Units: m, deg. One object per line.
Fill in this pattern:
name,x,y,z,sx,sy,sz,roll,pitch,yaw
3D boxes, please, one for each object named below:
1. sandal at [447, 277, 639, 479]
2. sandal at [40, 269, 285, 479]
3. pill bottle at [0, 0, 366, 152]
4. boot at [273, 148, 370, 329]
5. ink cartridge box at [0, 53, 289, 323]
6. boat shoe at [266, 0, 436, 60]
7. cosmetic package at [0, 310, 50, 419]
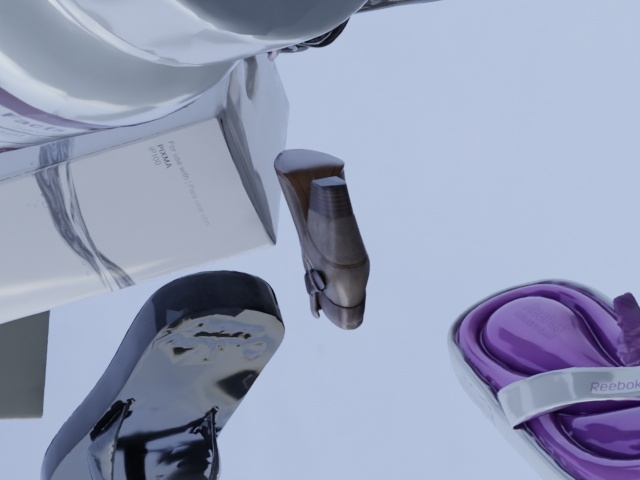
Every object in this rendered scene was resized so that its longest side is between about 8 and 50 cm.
sandal,0.193,0.088,1.276,0.169,0.416,0.102,-32,-67,-18
sandal,-0.089,0.110,1.026,0.097,0.254,0.054,-2,-126,-21
pill bottle,-0.161,-0.155,0.929,0.224,0.392,0.224,8,-101,-43
boot,0.000,0.000,1.113,0.118,0.042,0.087,-125,29,-70
ink cartridge box,-0.171,-0.056,1.364,0.207,0.283,0.117,-86,-22,-56
boat shoe,0.028,-0.148,1.110,0.112,0.335,0.095,-27,-78,-61
cosmetic package,-0.413,0.099,1.705,0.309,0.160,0.113,2,-86,-37
